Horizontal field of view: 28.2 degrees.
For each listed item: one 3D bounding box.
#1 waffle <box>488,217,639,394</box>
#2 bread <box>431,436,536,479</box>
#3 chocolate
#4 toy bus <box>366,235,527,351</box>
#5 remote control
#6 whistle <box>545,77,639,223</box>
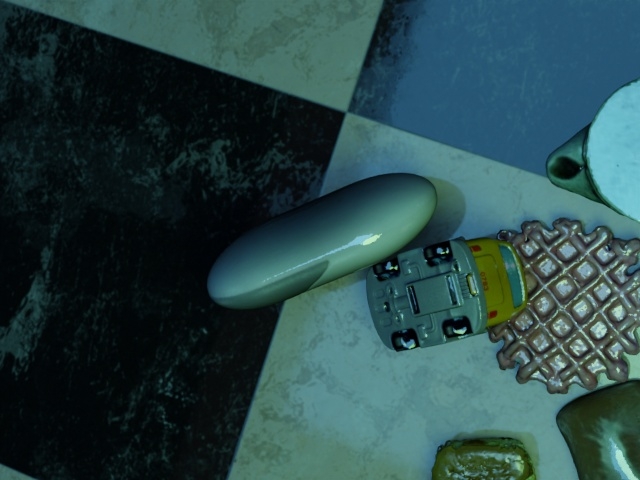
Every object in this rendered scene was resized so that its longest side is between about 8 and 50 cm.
[{"bbox_3d":[0.320,0.088,1.670,0.221,0.055,0.234,7,95,17],"label":"waffle"},{"bbox_3d":[0.216,0.328,1.696,0.140,0.069,0.127,-5,91,17],"label":"bread"},{"bbox_3d":[0.407,0.308,1.625,0.157,0.080,0.253,-21,79,13],"label":"chocolate"},{"bbox_3d":[0.166,0.065,1.643,0.209,0.136,0.126,-20,83,52],"label":"toy bus"},{"bbox_3d":[0.000,0.000,1.675,0.332,0.221,0.103,-21,102,15],"label":"remote control"},{"bbox_3d":[0.490,-0.075,1.561,0.405,0.168,0.188,26,97,14],"label":"whistle"}]
